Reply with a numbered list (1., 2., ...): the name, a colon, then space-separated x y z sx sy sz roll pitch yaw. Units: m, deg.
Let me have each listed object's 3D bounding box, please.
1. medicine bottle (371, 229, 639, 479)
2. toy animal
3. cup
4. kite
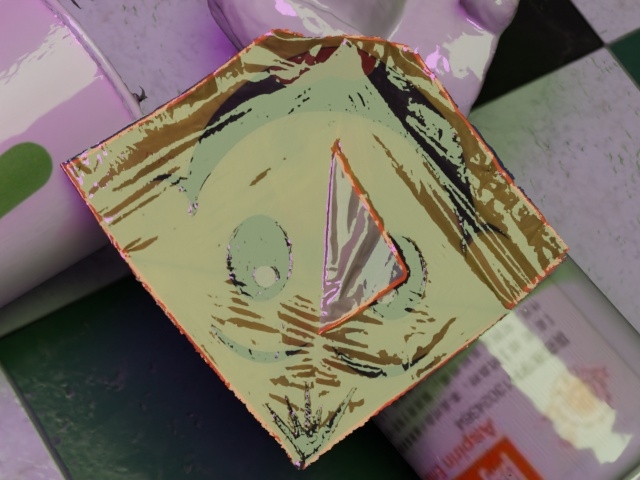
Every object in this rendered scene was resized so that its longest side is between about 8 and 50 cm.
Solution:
1. medicine bottle: 0.173 0.140 1.038 0.211 0.211 0.371 -34 76 -27
2. toy animal: 0.029 -0.212 1.183 0.265 0.206 0.271 26 62 -5
3. cup: -0.290 -0.046 1.001 0.274 0.253 0.253 -38 78 -20
4. kite: 0.000 0.001 0.939 0.378 0.013 0.327 6 77 -9
